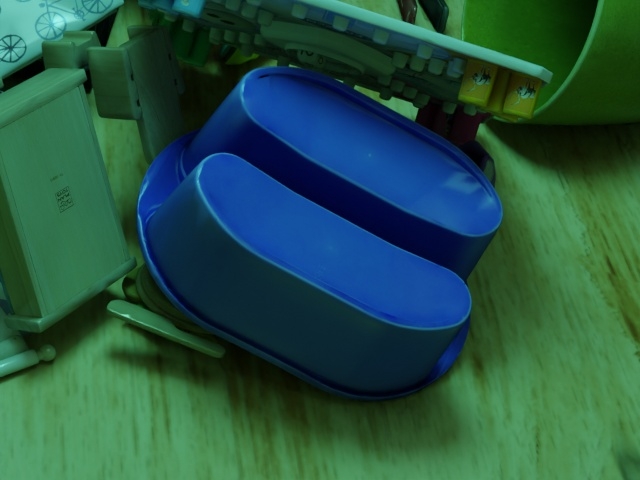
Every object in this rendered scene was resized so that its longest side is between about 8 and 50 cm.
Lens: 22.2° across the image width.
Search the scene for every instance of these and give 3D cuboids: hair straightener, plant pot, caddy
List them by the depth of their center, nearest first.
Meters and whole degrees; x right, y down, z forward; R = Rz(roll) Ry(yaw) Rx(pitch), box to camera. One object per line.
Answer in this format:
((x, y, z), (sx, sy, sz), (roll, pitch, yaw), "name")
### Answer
((0.000, 0.000, 1.512), (0.341, 0.179, 0.241), (29, 53, -6), "caddy")
((0.357, -0.243, 1.859), (0.294, 0.274, 0.274), (9, 37, -26), "plant pot")
((0.130, -0.333, 2.062), (0.089, 0.047, 0.230), (1, 36, -12), "hair straightener")

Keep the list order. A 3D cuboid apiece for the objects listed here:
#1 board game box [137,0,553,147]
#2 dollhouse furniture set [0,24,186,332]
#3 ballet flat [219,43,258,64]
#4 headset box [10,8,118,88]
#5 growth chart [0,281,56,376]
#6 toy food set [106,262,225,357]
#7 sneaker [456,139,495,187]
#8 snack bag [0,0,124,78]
((0.004, -0.180, 1.627), (0.390, 0.050, 0.390), (17, -3, -3), "board game box")
((-0.323, -0.068, 1.564), (0.303, 0.198, 0.286), (6, 28, 35), "dollhouse furniture set")
((-0.062, -0.269, 1.918), (0.077, 0.077, 0.231), (28, 35, -16), "ballet flat")
((-0.371, -0.309, 1.843), (0.283, 0.131, 0.246), (9, 39, -1), "headset box")
((-0.343, 0.053, 1.506), (0.172, 0.021, 0.237), (-16, 46, -29), "growth chart")
((-0.121, 0.054, 1.551), (0.132, 0.038, 0.192), (23, 32, 5), "toy food set")
((0.080, -0.052, 1.664), (0.236, 0.104, 0.095), (-8, 45, -20), "sneaker")
((-0.426, -0.297, 1.691), (0.323, 0.037, 0.342), (-32, 81, -10), "snack bag")
